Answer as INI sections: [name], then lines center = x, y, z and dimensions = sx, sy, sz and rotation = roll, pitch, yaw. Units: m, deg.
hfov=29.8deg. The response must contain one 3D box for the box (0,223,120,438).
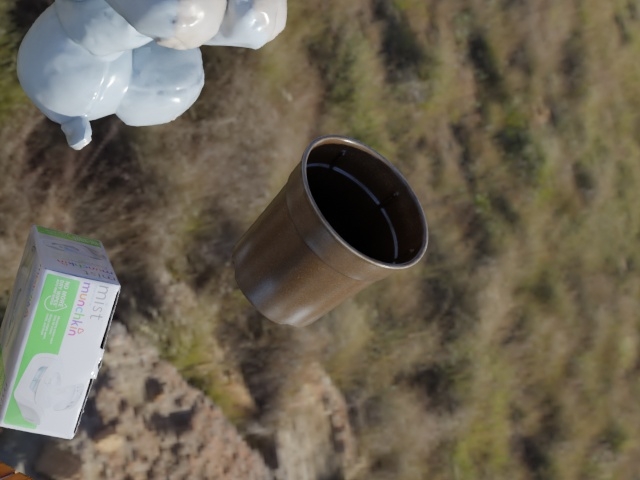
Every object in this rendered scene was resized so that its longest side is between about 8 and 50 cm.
[box]
center = -0.418, 0.140, 1.887
dimensions = 0.126, 0.231, 0.262
rotation = 15, 103, -21

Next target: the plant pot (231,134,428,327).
[plant pot]
center = 0.000, 0.000, 1.293
dimensions = 0.167, 0.165, 0.167
rotation = 26, 43, -27

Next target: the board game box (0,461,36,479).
[board game box]
center = -0.481, 0.475, 1.355
dimensions = 0.356, 0.356, 0.357
rotation = -18, 120, -54

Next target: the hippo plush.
[hippo plush]
center = -0.173, -0.182, 1.057
dimensions = 0.294, 0.237, 0.234
rotation = -4, 46, -33
